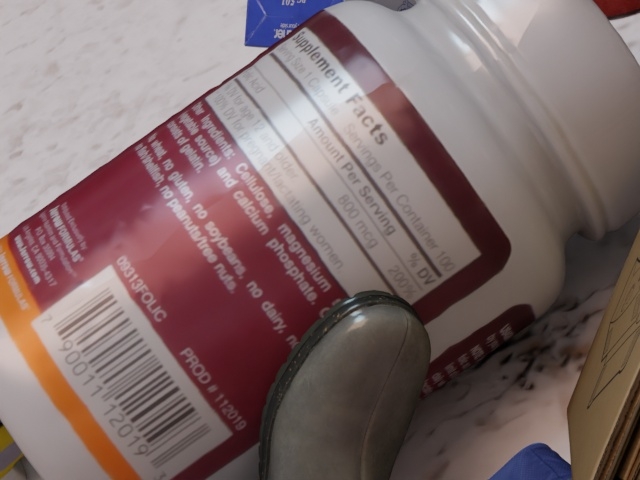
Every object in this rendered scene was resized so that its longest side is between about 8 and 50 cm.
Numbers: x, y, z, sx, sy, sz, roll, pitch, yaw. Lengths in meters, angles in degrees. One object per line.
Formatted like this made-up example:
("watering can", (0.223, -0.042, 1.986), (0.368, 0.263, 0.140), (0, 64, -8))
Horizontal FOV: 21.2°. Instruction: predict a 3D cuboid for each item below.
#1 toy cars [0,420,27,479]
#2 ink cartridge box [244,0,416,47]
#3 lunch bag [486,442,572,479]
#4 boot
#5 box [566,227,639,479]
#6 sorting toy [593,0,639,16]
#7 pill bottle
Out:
("toy cars", (-0.275, 0.211, 1.111), (0.176, 0.087, 0.393), (-8, 45, 42))
("ink cartridge box", (0.057, -0.147, 1.178), (0.097, 0.207, 0.046), (12, 100, 47))
("lunch bag", (0.106, 0.160, 0.863), (0.098, 0.067, 0.065), (-40, 35, -9))
("boot", (0.020, 0.164, 0.867), (0.161, 0.083, 0.246), (44, 115, 54))
("box", (0.162, 0.040, 0.844), (0.201, 0.021, 0.164), (-51, -18, -78))
("sorting toy", (0.149, -0.291, 1.320), (0.127, 0.126, 0.365), (-39, 35, -6))
("pill bottle", (0.000, 0.000, 1.007), (0.392, 0.224, 0.224), (-35, 34, -1))
